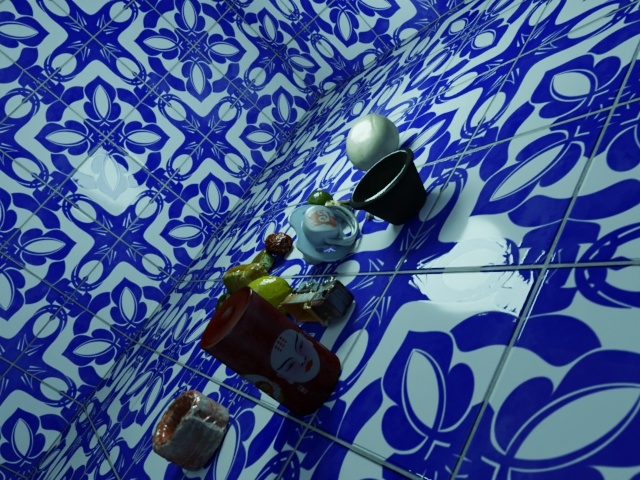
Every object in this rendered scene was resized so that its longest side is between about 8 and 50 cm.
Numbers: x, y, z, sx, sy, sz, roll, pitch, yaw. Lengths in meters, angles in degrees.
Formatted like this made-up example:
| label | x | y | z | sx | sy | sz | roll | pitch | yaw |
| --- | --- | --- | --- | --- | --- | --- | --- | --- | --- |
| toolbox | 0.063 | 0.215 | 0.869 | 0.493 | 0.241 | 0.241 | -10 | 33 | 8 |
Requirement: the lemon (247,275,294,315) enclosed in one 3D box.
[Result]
| label | x | y | z | sx | sy | sz | roll | pitch | yaw |
| --- | --- | --- | --- | --- | --- | --- | --- | --- | --- |
| lemon | -0.195 | 0.220 | 1.854 | 0.180 | 0.193 | 0.180 | 180 | 90 | -89 |

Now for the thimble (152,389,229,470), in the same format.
| label | x | y | z | sx | sy | sz | roll | pitch | yaw |
| --- | --- | --- | --- | --- | --- | --- | --- | --- | --- |
| thimble | -0.423 | 0.611 | 1.629 | 0.239 | 0.162 | 0.239 | -41 | 21 | 20 |

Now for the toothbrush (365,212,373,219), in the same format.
| label | x | y | z | sx | sy | sz | roll | pitch | yaw |
| --- | --- | --- | --- | --- | --- | --- | --- | --- | --- |
| toothbrush | 0.207 | -0.179 | 1.983 | 0.029 | 0.025 | 0.307 | -43 | 20 | 37 |

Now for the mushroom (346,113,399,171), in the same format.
| label | x | y | z | sx | sy | sz | roll | pitch | yaw |
| --- | --- | --- | --- | --- | --- | --- | --- | --- | --- |
| mushroom | 0.230 | -0.413 | 2.140 | 0.246 | 0.202 | 0.245 | 0 | 89 | 40 |

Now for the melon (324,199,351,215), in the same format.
| label | x | y | z | sx | sy | sz | roll | pitch | yaw |
| --- | --- | --- | --- | --- | --- | --- | --- | --- | --- |
| melon | 0.070 | -0.110 | 2.076 | 0.128 | 0.079 | 0.160 | -68 | 23 | -1 |

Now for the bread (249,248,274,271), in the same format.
| label | x | y | z | sx | sy | sz | roll | pitch | yaw |
| --- | --- | --- | --- | --- | --- | --- | --- | --- | --- |
| bread | -0.276 | 0.116 | 2.357 | 0.140 | 0.069 | 0.128 | -48 | 21 | 3 |

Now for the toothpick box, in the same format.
| label | x | y | z | sx | sy | sz | roll | pitch | yaw |
| --- | --- | --- | --- | --- | --- | --- | --- | --- | --- |
| toothpick box | -0.130 | 0.300 | 1.358 | 0.204 | 0.333 | 0.204 | -40 | 23 | 21 |

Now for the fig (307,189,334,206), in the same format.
| label | x | y | z | sx | sy | sz | roll | pitch | yaw |
| --- | --- | --- | --- | --- | --- | --- | --- | --- | --- |
| fig | 0.001 | -0.135 | 2.189 | 0.123 | 0.123 | 0.156 | -31 | 40 | 38 |

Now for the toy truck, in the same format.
| label | x | y | z | sx | sy | sz | roll | pitch | yaw |
| --- | --- | --- | --- | --- | --- | --- | --- | --- | --- |
| toy truck | -0.016 | 0.201 | 1.623 | 0.270 | 0.114 | 0.135 | -17 | 33 | 55 |

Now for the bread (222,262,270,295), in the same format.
| label | x | y | z | sx | sy | sz | roll | pitch | yaw |
| --- | --- | --- | --- | --- | --- | --- | --- | --- | --- |
| bread | -0.311 | 0.190 | 2.166 | 0.132 | 0.166 | 0.294 | -31 | 11 | -26 |

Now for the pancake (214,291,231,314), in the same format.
| label | x | y | z | sx | sy | sz | roll | pitch | yaw |
| --- | --- | --- | --- | --- | --- | --- | --- | --- | --- |
| pancake | -0.427 | 0.329 | 2.202 | 0.236 | 0.042 | 0.222 | -133 | 55 | -61 |

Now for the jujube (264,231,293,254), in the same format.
| label | x | y | z | sx | sy | sz | roll | pitch | yaw |
| --- | --- | --- | --- | --- | --- | --- | --- | --- | --- |
| jujube | -0.197 | 0.015 | 2.327 | 0.176 | 0.112 | 0.109 | 0 | 78 | 64 |

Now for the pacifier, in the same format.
| label | x | y | z | sx | sy | sz | roll | pitch | yaw |
| --- | --- | --- | --- | --- | --- | --- | --- | --- | --- |
| pacifier | 0.000 | 0.000 | 1.900 | 0.299 | 0.244 | 0.233 | -108 | 28 | -42 |

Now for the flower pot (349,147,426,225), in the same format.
| label | x | y | z | sx | sy | sz | roll | pitch | yaw |
| --- | --- | --- | --- | --- | --- | --- | --- | --- | --- |
| flower pot | 0.245 | -0.158 | 1.675 | 0.269 | 0.166 | 0.269 | -39 | 20 | 17 |
